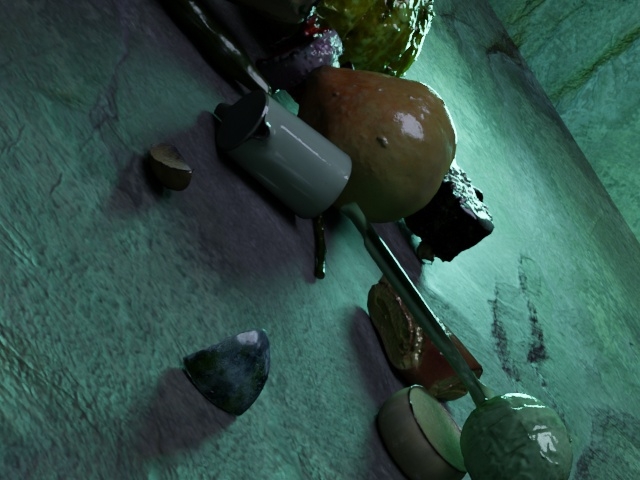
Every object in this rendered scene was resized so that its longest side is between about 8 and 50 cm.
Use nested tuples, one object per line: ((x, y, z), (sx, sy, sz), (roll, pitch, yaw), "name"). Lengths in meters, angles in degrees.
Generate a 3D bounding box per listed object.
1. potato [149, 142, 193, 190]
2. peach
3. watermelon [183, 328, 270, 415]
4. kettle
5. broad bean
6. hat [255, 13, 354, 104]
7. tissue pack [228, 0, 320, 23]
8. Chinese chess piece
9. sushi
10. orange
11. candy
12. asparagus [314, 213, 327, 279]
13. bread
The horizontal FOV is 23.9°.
((-0.164, -0.074, 1.607), (0.037, 0.036, 0.093), (2, 21, -19), "potato")
((0.065, -0.139, 1.982), (0.232, 0.232, 0.232), (44, 20, -21), "peach")
((-0.084, 0.114, 1.415), (0.085, 0.085, 0.061), (44, -14, -23), "watermelon")
((-0.047, -0.113, 1.842), (0.148, 0.098, 0.127), (37, 29, -29), "kettle")
((-0.163, -0.293, 1.975), (0.297, 0.043, 0.060), (50, 9, -3), "broad bean")
((0.010, -0.196, 2.105), (0.129, 0.140, 0.227), (-36, 102, -42), "hat")
((-0.115, -0.385, 2.007), (0.256, 0.123, 0.215), (27, 3, -9), "tissue pack")
((0.116, 0.221, 1.688), (0.122, 0.051, 0.122), (46, 20, -22), "Chinese chess piece")
((0.161, -0.074, 2.221), (0.212, 0.115, 0.147), (57, 23, 9), "sushi")
((0.029, -0.376, 2.275), (0.301, 0.223, 0.300), (36, 9, -27), "orange")
((0.141, 0.116, 1.722), (0.119, 0.119, 0.440), (24, 28, -54), "candy")
((0.000, 0.000, 1.867), (0.016, 0.016, 0.163), (25, 28, -16), "asparagus")
((0.134, 0.135, 1.853), (0.192, 0.067, 0.119), (46, 20, -17), "bread")
